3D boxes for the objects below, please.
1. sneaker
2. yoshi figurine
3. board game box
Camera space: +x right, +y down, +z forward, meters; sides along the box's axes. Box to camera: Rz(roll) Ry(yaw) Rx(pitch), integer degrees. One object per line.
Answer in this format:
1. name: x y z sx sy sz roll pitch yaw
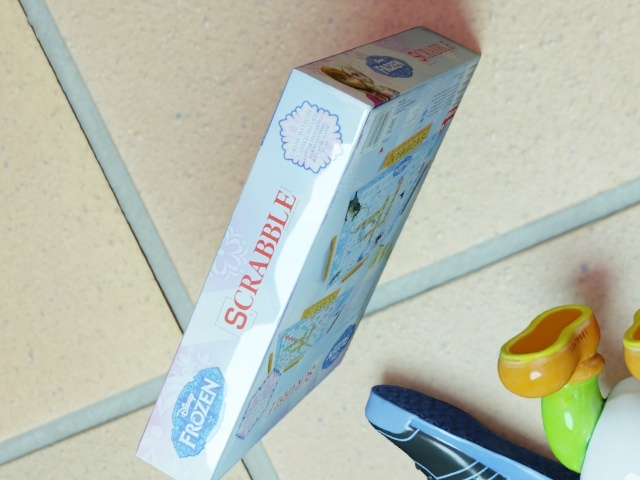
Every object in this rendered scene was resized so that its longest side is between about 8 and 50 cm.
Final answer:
1. sneaker: 0.133 0.212 1.279 0.232 0.081 0.090 27 103 9
2. yoshi figurine: 0.253 0.240 1.149 0.203 0.203 0.362 -21 107 -14
3. board game box: 0.000 0.000 1.144 0.065 0.318 0.318 28 110 12
